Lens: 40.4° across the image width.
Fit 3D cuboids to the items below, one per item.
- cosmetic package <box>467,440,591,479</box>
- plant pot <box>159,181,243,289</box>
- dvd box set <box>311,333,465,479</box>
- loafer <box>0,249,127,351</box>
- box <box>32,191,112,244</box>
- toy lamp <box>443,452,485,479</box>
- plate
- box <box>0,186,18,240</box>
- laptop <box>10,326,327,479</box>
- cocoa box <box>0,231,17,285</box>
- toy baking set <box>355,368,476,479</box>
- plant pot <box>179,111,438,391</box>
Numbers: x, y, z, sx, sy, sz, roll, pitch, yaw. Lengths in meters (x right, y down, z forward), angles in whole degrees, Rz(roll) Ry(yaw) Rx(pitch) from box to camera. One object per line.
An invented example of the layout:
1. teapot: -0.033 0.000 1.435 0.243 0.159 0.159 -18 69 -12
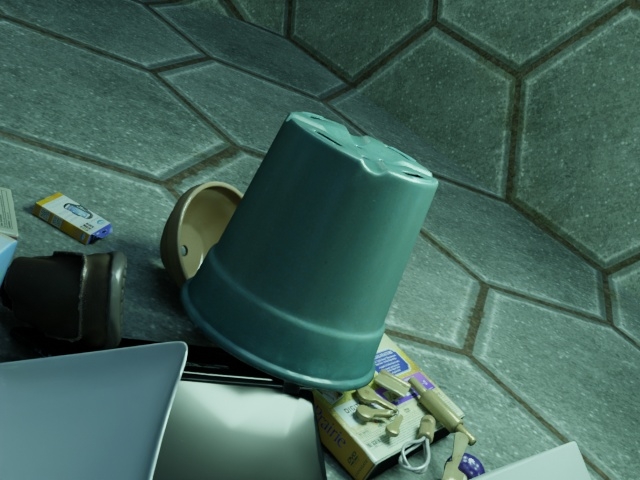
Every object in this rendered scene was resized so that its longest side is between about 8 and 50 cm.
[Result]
1. cosmetic package: 0.246 0.421 1.171 0.385 0.156 0.217 4 61 -49
2. plant pot: -0.220 0.014 1.611 0.110 0.237 0.237 -7 2 34
3. dvd box set: 0.025 0.214 1.534 0.420 0.062 0.307 44 28 23
4. loafer: -0.364 0.082 1.188 0.130 0.134 0.366 6 -8 -31
5. box: -0.459 -0.038 1.628 0.136 0.028 0.081 32 22 4
6. toy lamp: 0.181 0.408 1.323 0.080 0.080 0.274 34 21 15
7. plate: -0.290 0.239 0.947 0.278 0.045 0.277 -9 39 14
8. box: -0.589 -0.017 1.300 0.232 0.127 0.148 13 26 -31
9. laptop: -0.213 0.286 1.217 0.382 0.236 0.408 12 -2 -34
10. cocoa box: -0.542 0.098 0.964 0.228 0.231 0.347 27 23 -3
11. toy baking set: 0.160 0.307 1.418 0.197 0.030 0.256 -9 41 -47
12. plant pot: 0.000 0.000 1.357 0.341 0.334 0.341 23 15 -6
